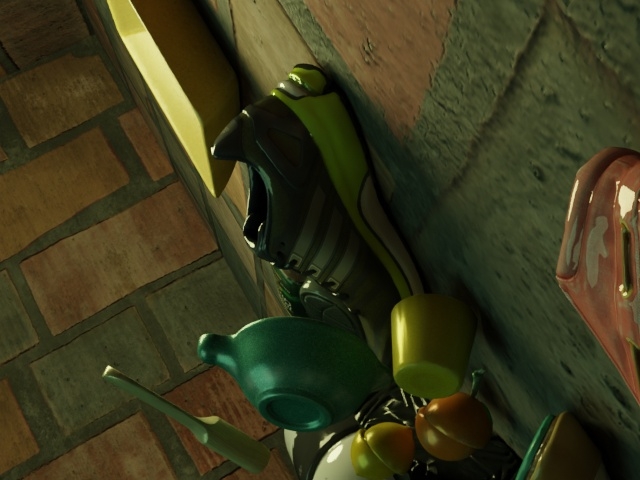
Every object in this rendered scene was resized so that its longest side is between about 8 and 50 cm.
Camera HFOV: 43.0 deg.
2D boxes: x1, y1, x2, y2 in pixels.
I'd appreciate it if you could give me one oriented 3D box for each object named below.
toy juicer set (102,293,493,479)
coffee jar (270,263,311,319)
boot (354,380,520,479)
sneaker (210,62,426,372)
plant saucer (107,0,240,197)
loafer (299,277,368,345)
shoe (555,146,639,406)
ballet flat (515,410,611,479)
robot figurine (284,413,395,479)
[{"bbox_3d":[-0.002,0.138,0.738,0.209,0.329,0.089,59,-148,-41],"label":"toy juicer set"},{"bbox_3d":[-0.019,0.051,1.080,0.096,0.079,0.184,56,169,26],"label":"coffee jar"},{"bbox_3d":[0.147,0.269,0.835,0.246,0.094,0.207,30,155,56],"label":"boot"},{"bbox_3d":[0.000,0.000,0.734,0.300,0.121,0.111,64,169,-18],"label":"sneaker"},{"bbox_3d":[-0.202,-0.256,1.142,0.332,0.081,0.332,59,170,10],"label":"plant saucer"},{"bbox_3d":[0.044,0.088,0.941,0.096,0.084,0.267,23,159,19],"label":"loafer"},{"bbox_3d":[0.149,0.047,0.327,0.081,0.064,0.178,42,153,64],"label":"shoe"},{"bbox_3d":[0.175,0.184,0.581,0.073,0.080,0.232,26,159,20],"label":"ballet flat"},{"bbox_3d":[0.050,0.295,1.124,0.209,0.174,0.278,65,174,-23],"label":"robot figurine"}]
